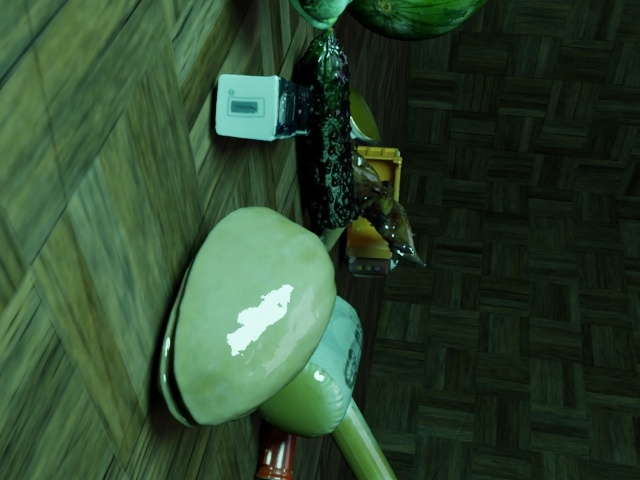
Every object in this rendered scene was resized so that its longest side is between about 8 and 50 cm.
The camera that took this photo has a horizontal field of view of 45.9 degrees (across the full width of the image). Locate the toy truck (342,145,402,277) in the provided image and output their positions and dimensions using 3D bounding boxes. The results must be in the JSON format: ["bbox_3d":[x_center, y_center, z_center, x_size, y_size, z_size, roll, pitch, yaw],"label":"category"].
[{"bbox_3d":[0.103,-0.058,1.488,0.135,0.114,0.270,-77,169,-58],"label":"toy truck"}]

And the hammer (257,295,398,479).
[{"bbox_3d":[0.033,0.223,0.907,0.305,0.113,0.202,63,23,-17],"label":"hammer"}]

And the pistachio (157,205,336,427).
[{"bbox_3d":[-0.054,0.056,0.555,0.126,0.108,0.185,55,41,-35],"label":"pistachio"}]

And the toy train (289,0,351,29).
[{"bbox_3d":[-0.002,-0.285,0.592,0.157,0.105,0.253,39,47,-28],"label":"toy train"}]

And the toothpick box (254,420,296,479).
[{"bbox_3d":[-0.050,0.249,0.914,0.047,0.047,0.083,76,21,-67],"label":"toothpick box"}]

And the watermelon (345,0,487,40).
[{"bbox_3d":[0.121,-0.376,0.951,0.242,0.243,0.242,6,90,-82],"label":"watermelon"}]

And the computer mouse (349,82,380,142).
[{"bbox_3d":[0.060,-0.198,1.214,0.102,0.045,0.199,64,9,2],"label":"computer mouse"}]

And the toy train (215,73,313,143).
[{"bbox_3d":[-0.042,-0.118,0.679,0.234,0.051,0.052,-58,153,-79],"label":"toy train"}]

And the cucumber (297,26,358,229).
[{"bbox_3d":[0.006,-0.130,0.926,0.300,0.072,0.072,84,15,-48],"label":"cucumber"}]

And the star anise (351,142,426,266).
[{"bbox_3d":[0.079,-0.055,1.270,0.272,0.103,0.272,52,14,-18],"label":"star anise"}]

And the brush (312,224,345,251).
[{"bbox_3d":[0.000,0.000,1.103,0.248,0.036,0.043,-58,142,-62],"label":"brush"}]
